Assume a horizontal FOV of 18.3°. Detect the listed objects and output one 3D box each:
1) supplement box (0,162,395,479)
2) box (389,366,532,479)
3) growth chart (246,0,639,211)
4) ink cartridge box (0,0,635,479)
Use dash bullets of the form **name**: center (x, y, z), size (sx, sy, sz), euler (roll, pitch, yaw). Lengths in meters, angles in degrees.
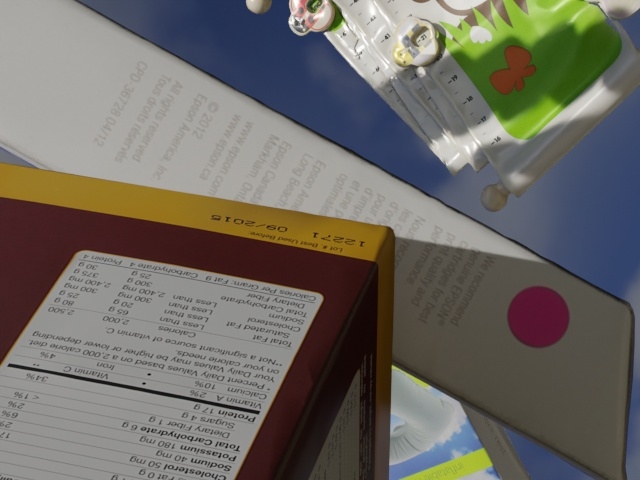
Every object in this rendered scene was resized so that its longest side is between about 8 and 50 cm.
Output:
- **supplement box**: center (-0.066, 0.115, 0.568), size (0.194, 0.129, 0.191), euler (-62, -23, -53)
- **box**: center (0.065, 0.133, 1.312), size (0.178, 0.109, 0.042), euler (61, -149, -6)
- **growth chart**: center (0.082, -0.136, 1.164), size (0.172, 0.237, 0.021), euler (-53, -24, 16)
- **ink cartridge box**: center (0.000, 0.000, 0.732), size (0.069, 0.371, 0.176), euler (-59, -1, -1)
